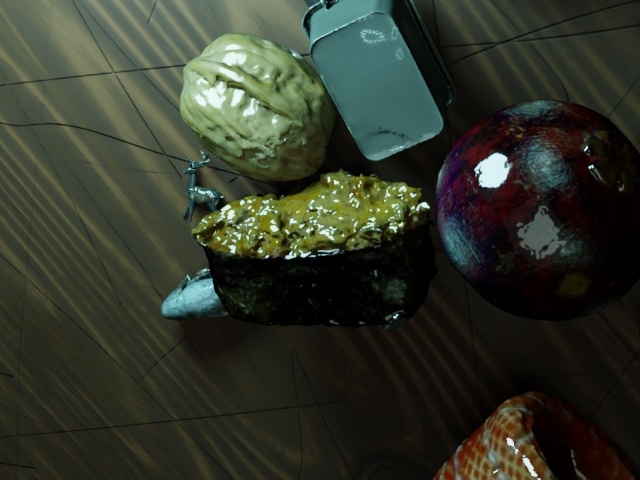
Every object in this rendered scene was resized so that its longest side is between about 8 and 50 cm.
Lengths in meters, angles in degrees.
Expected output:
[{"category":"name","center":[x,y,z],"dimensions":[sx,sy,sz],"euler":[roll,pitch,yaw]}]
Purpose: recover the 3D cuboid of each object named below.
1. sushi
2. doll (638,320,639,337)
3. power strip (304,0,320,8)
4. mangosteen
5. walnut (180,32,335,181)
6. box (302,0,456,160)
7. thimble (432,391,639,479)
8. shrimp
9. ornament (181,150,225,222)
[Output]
[{"category":"sushi","center":[0.000,0.000,1.615],"dimensions":[0.348,0.234,0.208],"euler":[-4,126,11]},{"category":"doll","center":[0.567,0.112,1.601],"dimensions":[0.207,0.081,0.129],"euler":[-2,72,24]},{"category":"power strip","center":[0.004,-0.338,1.610],"dimensions":[0.029,0.038,0.111],"euler":[-32,99,24]},{"category":"mangosteen","center":[0.289,-0.024,1.523],"dimensions":[0.306,0.306,0.359],"euler":[42,137,-3]},{"category":"walnut","center":[-0.091,-0.194,1.611],"dimensions":[0.245,0.198,0.198],"euler":[29,115,0]},{"category":"box","center":[0.082,-0.235,1.551],"dimensions":[0.163,0.135,0.243],"euler":[-22,115,16]},{"category":"thimble","center":[0.331,0.409,1.641],"dimensions":[0.350,0.350,0.230],"euler":[40,113,-3]},{"category":"shrimp","center":[-0.156,0.081,1.796],"dimensions":[0.232,0.079,0.090],"euler":[-20,108,16]},{"category":"ornament","center":[-0.186,-0.083,1.764],"dimensions":[0.073,0.028,0.125],"euler":[13,115,11]}]
